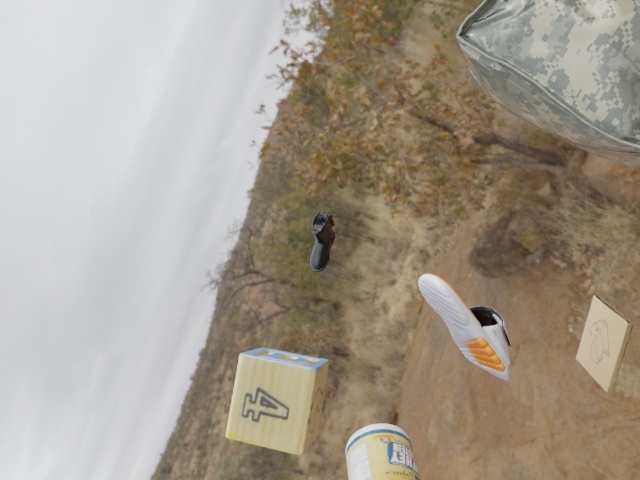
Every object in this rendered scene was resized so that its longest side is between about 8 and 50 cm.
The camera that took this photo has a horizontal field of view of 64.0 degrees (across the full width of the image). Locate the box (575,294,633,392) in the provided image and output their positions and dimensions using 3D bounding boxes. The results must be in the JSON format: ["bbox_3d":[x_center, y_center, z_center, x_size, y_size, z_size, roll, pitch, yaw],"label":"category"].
[{"bbox_3d":[0.749,0.270,1.360,0.164,0.021,0.201,-94,8,-72],"label":"box"}]

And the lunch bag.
[{"bbox_3d":[0.331,-0.202,0.625,0.169,0.287,0.235,-52,-14,16],"label":"lunch bag"}]

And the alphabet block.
[{"bbox_3d":[-0.099,0.381,1.250,0.192,0.193,0.197,28,-110,-76],"label":"alphabet block"}]

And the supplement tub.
[{"bbox_3d":[0.128,0.485,1.014,0.200,0.144,0.144,-97,26,-61],"label":"supplement tub"}]

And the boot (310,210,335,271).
[{"bbox_3d":[0.000,0.000,1.186,0.099,0.045,0.121,70,-142,-60],"label":"boot"}]

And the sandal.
[{"bbox_3d":[0.261,0.133,0.851,0.076,0.265,0.102,-45,28,-15],"label":"sandal"}]
